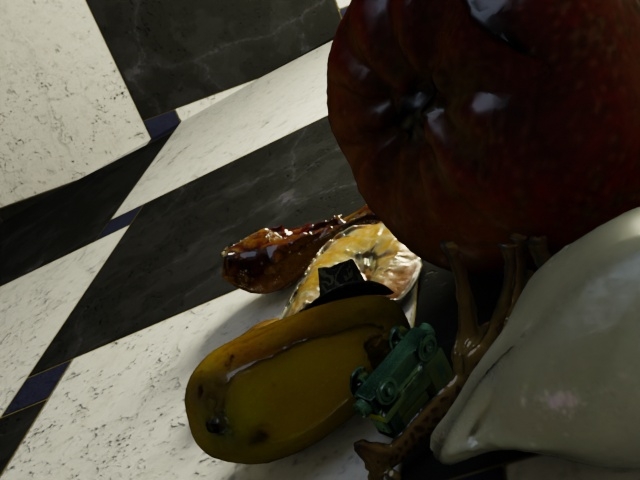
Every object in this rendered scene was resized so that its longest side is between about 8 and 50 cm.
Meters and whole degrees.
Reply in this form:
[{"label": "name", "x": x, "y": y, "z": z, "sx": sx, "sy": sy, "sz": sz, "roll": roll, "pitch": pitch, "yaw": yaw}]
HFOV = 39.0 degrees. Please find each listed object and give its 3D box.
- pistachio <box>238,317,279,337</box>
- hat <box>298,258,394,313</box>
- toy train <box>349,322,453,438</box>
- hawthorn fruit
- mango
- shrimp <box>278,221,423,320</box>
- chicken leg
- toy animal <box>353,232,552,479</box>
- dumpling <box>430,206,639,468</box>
[{"label": "pistachio", "x": -0.094, "y": 0.145, "z": 1.149, "sx": 0.089, "sy": 0.049, "sz": 0.173, "roll": -3, "pitch": 36, "yaw": 49}, {"label": "hat", "x": 0.025, "y": 0.049, "z": 1.037, "sx": 0.121, "sy": 0.050, "sz": 0.121, "roll": -12, "pitch": -9, "yaw": -2}, {"label": "toy train", "x": 0.080, "y": 0.138, "z": 0.892, "sx": 0.050, "sy": 0.081, "sz": 0.122, "roll": 10, "pitch": 47, "yaw": 47}, {"label": "hawthorn fruit", "x": 0.219, "y": -0.173, "z": 1.008, "sx": 0.402, "sy": 0.403, "sz": 0.403, "roll": -27, "pitch": 22, "yaw": 12}, {"label": "mango", "x": -0.019, "y": 0.140, "z": 0.957, "sx": 0.262, "sy": 0.130, "sz": 0.167, "roll": -25, "pitch": 9, "yaw": -8}, {"label": "shrimp", "x": 0.028, "y": 0.079, "z": 1.122, "sx": 0.164, "sy": 0.062, "sz": 0.317, "roll": -1, "pitch": 38, "yaw": 40}, {"label": "chicken leg", "x": 0.000, "y": 0.000, "z": 1.287, "sx": 0.304, "sy": 0.093, "sz": 0.113, "roll": -22, "pitch": 5, "yaw": 10}, {"label": "toy animal", "x": 0.135, "y": 0.111, "z": 0.845, "sx": 0.054, "sy": 0.149, "sz": 0.275, "roll": 29, "pitch": 93, "yaw": 57}, {"label": "dumpling", "x": 0.254, "y": 0.069, "z": 0.723, "sx": 0.341, "sy": 0.181, "sz": 0.260, "roll": -59, "pitch": -14, "yaw": 19}]
